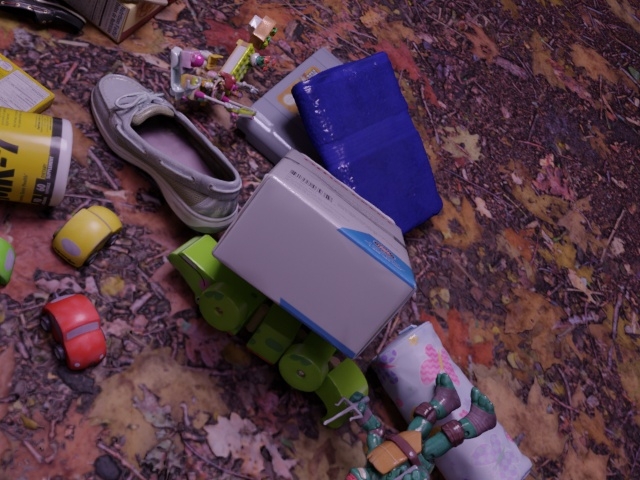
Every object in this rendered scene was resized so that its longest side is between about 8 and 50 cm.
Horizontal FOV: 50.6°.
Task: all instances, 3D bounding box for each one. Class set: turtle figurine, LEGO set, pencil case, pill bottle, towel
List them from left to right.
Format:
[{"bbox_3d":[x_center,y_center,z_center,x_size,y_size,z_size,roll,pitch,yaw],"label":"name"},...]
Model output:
[{"bbox_3d":[-0.433,-0.115,0.860,0.208,0.119,0.119,7,58,-26],"label":"pill bottle"},{"bbox_3d":[-0.131,-0.271,1.111,0.107,0.132,0.287,24,36,17],"label":"LEGO set"},{"bbox_3d":[0.080,-0.151,1.161,0.227,0.076,0.308,-29,101,-36],"label":"towel"},{"bbox_3d":[0.099,0.259,0.853,0.234,0.118,0.175,-27,36,-23],"label":"turtle figurine"},{"bbox_3d":[0.191,0.252,0.999,0.124,0.113,0.273,-26,76,-45],"label":"pencil case"}]

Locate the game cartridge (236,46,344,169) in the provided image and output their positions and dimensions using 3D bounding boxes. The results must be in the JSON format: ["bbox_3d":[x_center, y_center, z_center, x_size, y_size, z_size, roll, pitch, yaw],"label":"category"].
[{"bbox_3d":[0.004,-0.223,1.233,0.198,0.062,0.297,38,49,1],"label":"game cartridge"}]

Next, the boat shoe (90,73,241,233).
[{"bbox_3d":[-0.226,-0.150,0.997,0.118,0.103,0.320,-23,62,-38],"label":"boat shoe"}]

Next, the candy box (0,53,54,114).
[{"bbox_3d":[-0.496,-0.238,0.962,0.206,0.027,0.105,38,52,-4],"label":"candy box"}]

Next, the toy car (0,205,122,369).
[{"bbox_3d":[-0.367,0.032,0.848,0.225,0.053,0.239,13,55,-24],"label":"toy car"}]

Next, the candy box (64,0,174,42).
[{"bbox_3d":[-0.406,-0.496,1.140,0.316,0.087,0.183,37,49,-5],"label":"candy box"}]

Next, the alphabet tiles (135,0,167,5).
[{"bbox_3d":[-0.367,-0.526,1.115,0.285,0.011,0.342,-2,62,-32],"label":"alphabet tiles"}]

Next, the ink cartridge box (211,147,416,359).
[{"bbox_3d":[0.000,0.000,0.940,0.223,0.129,0.307,37,13,-5],"label":"ink cartridge box"}]

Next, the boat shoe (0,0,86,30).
[{"bbox_3d":[-0.439,-0.357,1.064,0.133,0.049,0.042,15,82,-30],"label":"boat shoe"}]

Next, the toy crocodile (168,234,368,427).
[{"bbox_3d":[-0.070,0.120,0.945,0.340,0.105,0.115,39,38,1],"label":"toy crocodile"}]
